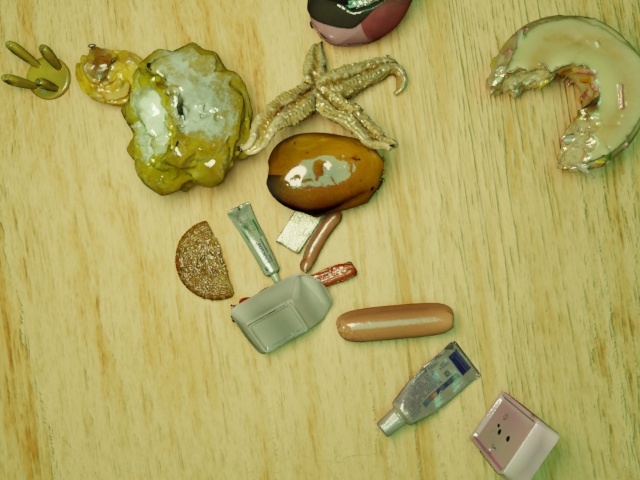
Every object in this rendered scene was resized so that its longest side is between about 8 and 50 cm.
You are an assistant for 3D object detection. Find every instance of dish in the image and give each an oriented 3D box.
[{"bbox_3d":[-0.083,0.181,1.121,0.234,0.064,0.154,-30,112,1],"label":"dish"}]

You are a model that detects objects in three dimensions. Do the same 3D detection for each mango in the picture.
[{"bbox_3d":[0.014,-0.158,1.105,0.288,0.152,0.201,-8,100,-6],"label":"mango"}]

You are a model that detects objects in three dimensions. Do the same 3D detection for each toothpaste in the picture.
[{"bbox_3d":[-0.158,0.009,1.169,0.064,0.041,0.218,-28,86,-12],"label":"toothpaste"},{"bbox_3d":[0.257,0.374,1.149,0.282,0.068,0.099,-37,119,-9],"label":"toothpaste"}]

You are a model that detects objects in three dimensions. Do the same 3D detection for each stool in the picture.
[{"bbox_3d":[-0.696,-0.416,1.147,0.134,0.110,0.135,-38,90,-1],"label":"stool"}]

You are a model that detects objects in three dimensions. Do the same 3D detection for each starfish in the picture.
[{"bbox_3d":[0.037,-0.307,1.078,0.324,0.082,0.431,19,53,4],"label":"starfish"}]

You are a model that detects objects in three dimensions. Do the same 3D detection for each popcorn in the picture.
[{"bbox_3d":[-0.504,-0.400,1.136,0.167,0.152,0.148,-13,69,-9],"label":"popcorn"}]

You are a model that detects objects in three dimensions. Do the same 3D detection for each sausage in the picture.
[{"bbox_3d":[0.181,0.199,1.135,0.289,0.086,0.086,-4,89,1],"label":"sausage"},{"bbox_3d":[-0.001,-0.001,1.161,0.047,0.040,0.176,30,88,41],"label":"sausage"}]

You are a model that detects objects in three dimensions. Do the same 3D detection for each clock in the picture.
[{"bbox_3d":[0.437,0.451,1.072,0.063,0.197,0.150,35,89,0],"label":"clock"}]

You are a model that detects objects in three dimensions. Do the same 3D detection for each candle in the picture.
[{"bbox_3d":[-0.068,0.121,1.161,0.330,0.048,0.051,-20,105,-1],"label":"candle"}]

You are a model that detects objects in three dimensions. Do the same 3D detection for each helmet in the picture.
[{"bbox_3d":[0.094,-0.545,1.120,0.254,0.154,0.198,1,48,-9],"label":"helmet"}]

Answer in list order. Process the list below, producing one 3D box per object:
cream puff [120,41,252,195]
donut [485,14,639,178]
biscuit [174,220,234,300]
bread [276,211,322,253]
[{"bbox_3d":[-0.305,-0.273,1.098,0.275,0.270,0.323,-10,89,-34],"label":"cream puff"},{"bbox_3d":[0.593,-0.360,1.109,0.307,0.150,0.371,-44,89,-1],"label":"donut"},{"bbox_3d":[-0.301,0.062,1.174,0.126,0.025,0.206,-21,88,1],"label":"biscuit"},{"bbox_3d":[-0.044,-0.044,1.172,0.068,0.028,0.153,32,88,2],"label":"bread"}]
